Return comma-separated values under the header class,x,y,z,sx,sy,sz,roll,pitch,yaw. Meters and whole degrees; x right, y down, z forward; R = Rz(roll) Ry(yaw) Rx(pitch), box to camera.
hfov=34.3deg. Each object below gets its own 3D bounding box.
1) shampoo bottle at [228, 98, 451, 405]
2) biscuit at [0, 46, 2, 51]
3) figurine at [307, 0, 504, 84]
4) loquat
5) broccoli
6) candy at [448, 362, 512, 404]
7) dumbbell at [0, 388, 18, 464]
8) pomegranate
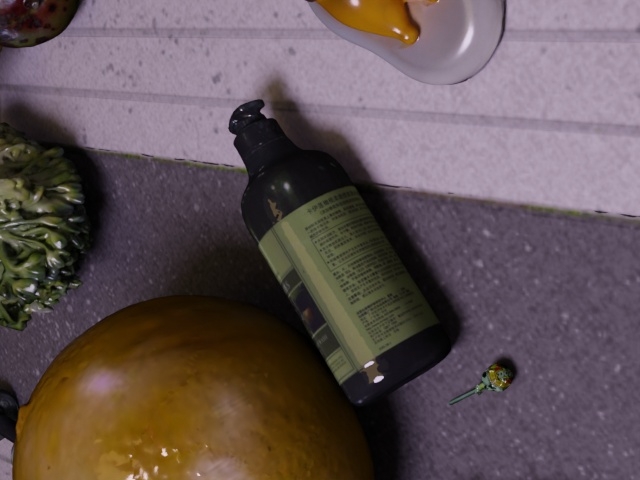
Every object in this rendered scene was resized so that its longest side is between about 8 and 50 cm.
class,x,y,z,sx,sy,sz,roll,pitch,yaw
shampoo bottle,0.000,0.000,0.898,0.101,0.101,0.284,-42,74,42
biscuit,-0.410,-0.190,1.176,0.131,0.026,0.237,-2,66,45
figurine,0.013,-0.217,0.788,0.250,0.141,0.166,46,128,22
loquat,-0.131,0.217,0.921,0.328,0.359,0.328,24,130,32
broccoli,-0.396,-0.017,1.156,0.288,0.245,0.248,-31,73,38
candy,0.131,0.125,0.874,0.023,0.025,0.083,48,139,-2
dumbbell,-0.400,0.251,1.358,0.254,0.081,0.082,19,115,37
pomegranate,-0.330,-0.285,1.084,0.169,0.148,0.148,50,131,17
